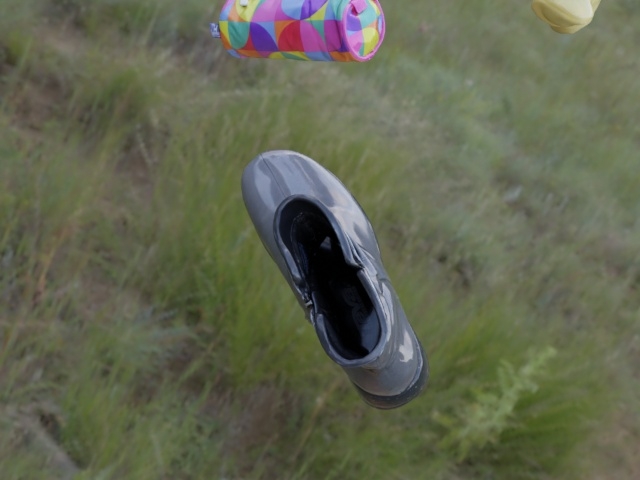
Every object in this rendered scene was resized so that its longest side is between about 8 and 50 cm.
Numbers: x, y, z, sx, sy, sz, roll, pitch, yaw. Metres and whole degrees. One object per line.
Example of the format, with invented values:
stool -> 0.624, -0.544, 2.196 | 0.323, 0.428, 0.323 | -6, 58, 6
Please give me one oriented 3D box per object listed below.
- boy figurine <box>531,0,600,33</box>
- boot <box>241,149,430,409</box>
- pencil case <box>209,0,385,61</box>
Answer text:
boy figurine -> 0.397, -0.391, 1.972 | 0.092, 0.177, 0.285 | 31, 40, 6
boot -> 0.000, 0.000, 1.281 | 0.338, 0.118, 0.222 | 55, 0, 27
pencil case -> -0.032, -0.291, 1.713 | 0.236, 0.104, 0.104 | 8, 13, 34
